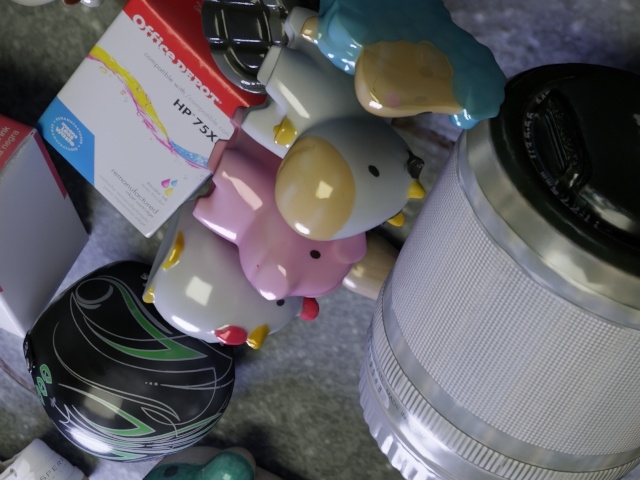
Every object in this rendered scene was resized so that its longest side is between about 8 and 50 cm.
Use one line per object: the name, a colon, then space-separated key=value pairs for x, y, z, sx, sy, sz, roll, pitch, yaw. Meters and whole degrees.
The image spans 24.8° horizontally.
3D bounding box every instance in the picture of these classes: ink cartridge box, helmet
ink cartridge box: x=-0.367 y=-0.053 z=1.265 sx=0.283 sy=0.117 sz=0.207 roll=23 pitch=158 yaw=16
helmet: x=-0.163 y=0.117 z=1.291 sx=0.161 sy=0.169 sz=0.169 roll=45 pitch=136 yaw=20
ink cartridge box: x=-0.109 y=-0.122 z=1.132 sx=0.134 sy=0.078 sz=0.231 roll=44 pitch=133 yaw=-3

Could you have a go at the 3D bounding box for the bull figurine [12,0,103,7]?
bull figurine: x=-0.289 y=-0.264 z=1.129 sx=0.310 sy=0.101 sz=0.188 roll=2 pitch=118 yaw=28

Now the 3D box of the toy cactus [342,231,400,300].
toy cactus: x=0.000 y=0.000 z=1.149 sx=0.180 sy=0.112 sz=0.219 roll=30 pitch=125 yaw=-4

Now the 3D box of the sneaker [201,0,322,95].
sneaker: x=-0.037 y=-0.238 z=0.994 sx=0.101 sy=0.106 sz=0.267 roll=13 pitch=119 yaw=32

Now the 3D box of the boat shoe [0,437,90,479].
boat shoe: x=-0.367 y=0.274 z=1.568 sx=0.277 sy=0.098 sz=0.096 roll=-27 pitch=105 yaw=32

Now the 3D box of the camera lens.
camera lens: x=0.161 y=0.036 z=0.980 sx=0.219 sy=0.219 sz=0.274 roll=32 pitch=133 yaw=8

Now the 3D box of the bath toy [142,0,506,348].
bath toy: x=-0.011 y=-0.027 z=0.969 sx=0.129 sy=0.151 sz=0.348 roll=23 pitch=142 yaw=-12

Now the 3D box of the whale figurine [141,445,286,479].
whale figurine: x=-0.066 y=0.295 z=1.361 sx=0.272 sy=0.141 sz=0.216 roll=4 pitch=123 yaw=29
